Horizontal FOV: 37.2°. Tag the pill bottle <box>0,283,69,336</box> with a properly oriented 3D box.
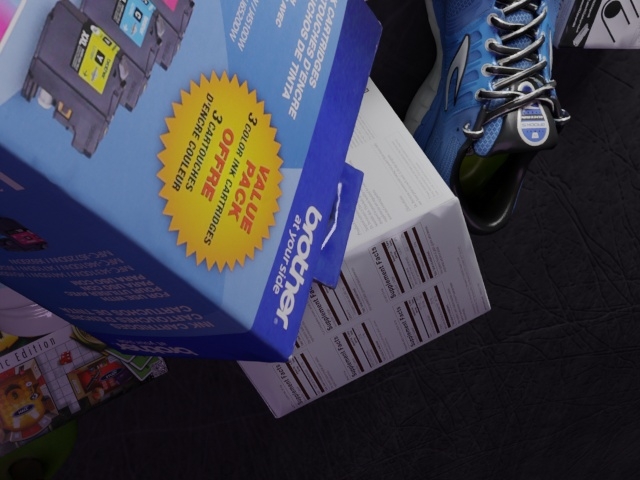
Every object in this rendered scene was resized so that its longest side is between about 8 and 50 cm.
[{"bbox_3d":[-0.237,-0.051,0.683,0.146,0.146,0.264,-18,133,-10],"label":"pill bottle"}]

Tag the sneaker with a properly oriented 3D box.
[{"bbox_3d":[0.157,-0.145,0.784,0.129,0.147,0.330,-10,131,-17],"label":"sneaker"}]

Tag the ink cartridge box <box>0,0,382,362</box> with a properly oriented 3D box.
[{"bbox_3d":[-0.107,-0.099,0.564,0.151,0.270,0.395,0,153,31],"label":"ink cartridge box"}]

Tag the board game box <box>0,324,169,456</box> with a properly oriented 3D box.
[{"bbox_3d":[-0.269,0.112,0.817,0.259,0.030,0.136,-26,112,-22],"label":"board game box"}]

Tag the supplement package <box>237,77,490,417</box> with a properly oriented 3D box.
[{"bbox_3d":[0.000,0.000,0.802,0.203,0.194,0.149,-26,135,-1],"label":"supplement package"}]

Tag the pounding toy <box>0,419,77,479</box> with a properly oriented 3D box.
[{"bbox_3d":[-0.329,0.214,0.879,0.183,0.110,0.237,-38,139,14],"label":"pounding toy"}]

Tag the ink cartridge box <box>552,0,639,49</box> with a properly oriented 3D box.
[{"bbox_3d":[0.261,-0.263,0.800,0.097,0.046,0.207,-4,129,-23],"label":"ink cartridge box"}]
